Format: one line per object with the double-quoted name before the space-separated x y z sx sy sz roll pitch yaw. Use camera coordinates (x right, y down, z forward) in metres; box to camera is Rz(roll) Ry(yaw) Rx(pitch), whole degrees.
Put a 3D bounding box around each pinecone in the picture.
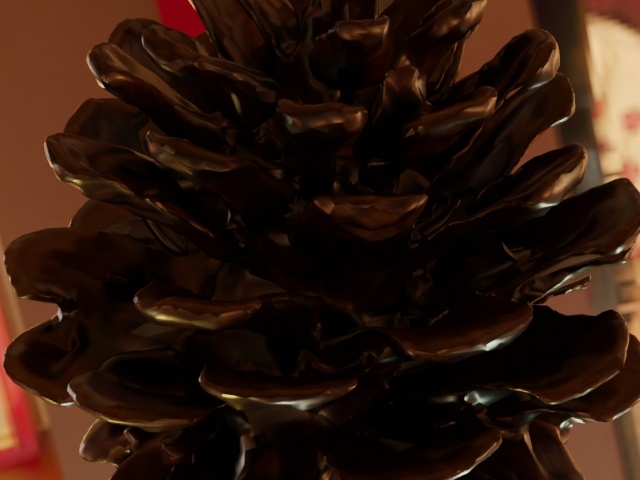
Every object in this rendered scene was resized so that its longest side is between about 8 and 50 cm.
"pinecone" 0.000 0.000 0.594 0.208 0.207 0.208 -12 -166 3
